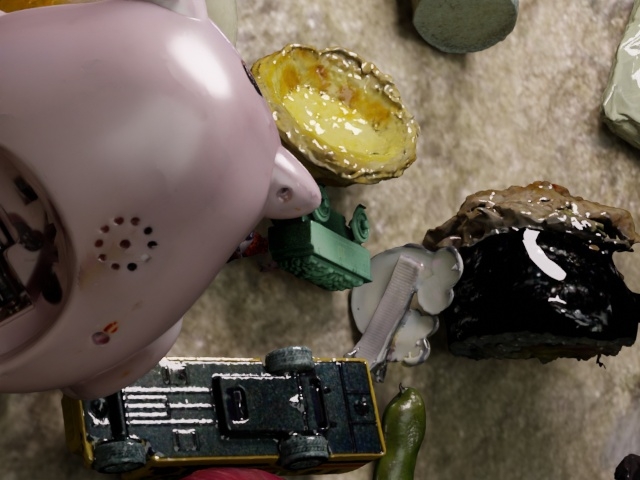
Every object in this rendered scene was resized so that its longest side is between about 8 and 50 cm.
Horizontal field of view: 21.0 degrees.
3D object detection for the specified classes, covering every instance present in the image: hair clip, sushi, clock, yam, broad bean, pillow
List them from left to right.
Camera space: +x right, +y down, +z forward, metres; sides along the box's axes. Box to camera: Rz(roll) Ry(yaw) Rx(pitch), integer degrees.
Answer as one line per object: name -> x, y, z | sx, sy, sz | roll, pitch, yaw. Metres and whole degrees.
clock -> -0.222, -0.049, 1.505 | 0.368, 0.376, 0.250 | 60, 11, -8
broad bean -> 0.081, 0.283, 1.875 | 0.052, 0.053, 0.256 | 30, 61, -57
hair clip -> 0.082, 0.072, 1.889 | 0.172, 0.116, 0.049 | -65, 155, 1
yam -> 0.166, -0.396, 2.033 | 0.133, 0.133, 0.330 | 9, 75, -33
sushi -> 0.246, 0.028, 1.937 | 0.238, 0.225, 0.219 | 19, 67, -33
pillow -> 0.494, -0.201, 2.248 | 0.281, 0.076, 0.274 | 36, 60, -24

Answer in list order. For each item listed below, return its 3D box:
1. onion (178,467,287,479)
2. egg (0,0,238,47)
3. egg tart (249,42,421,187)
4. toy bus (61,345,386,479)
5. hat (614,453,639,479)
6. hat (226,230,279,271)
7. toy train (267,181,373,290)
onion -> -0.104, 0.320, 1.661 | 0.248, 0.248, 0.161 | -15, 54, -36
egg -> -0.198, -0.239, 1.708 | 0.337, 0.201, 0.337 | 7, 78, -34
egg tart -> 0.008, -0.125, 1.864 | 0.212, 0.090, 0.212 | 17, 38, -14
toy bus -> -0.100, 0.177, 1.725 | 0.335, 0.123, 0.121 | 3, 67, -32
hat -> 0.437, 0.419, 1.979 | 0.238, 0.336, 0.209 | -9, 124, -52
hat -> -0.110, -0.001, 1.773 | 0.227, 0.140, 0.129 | 15, 99, -44
toy train -> 0.000, 0.000, 1.842 | 0.172, 0.070, 0.099 | 27, 58, -59
